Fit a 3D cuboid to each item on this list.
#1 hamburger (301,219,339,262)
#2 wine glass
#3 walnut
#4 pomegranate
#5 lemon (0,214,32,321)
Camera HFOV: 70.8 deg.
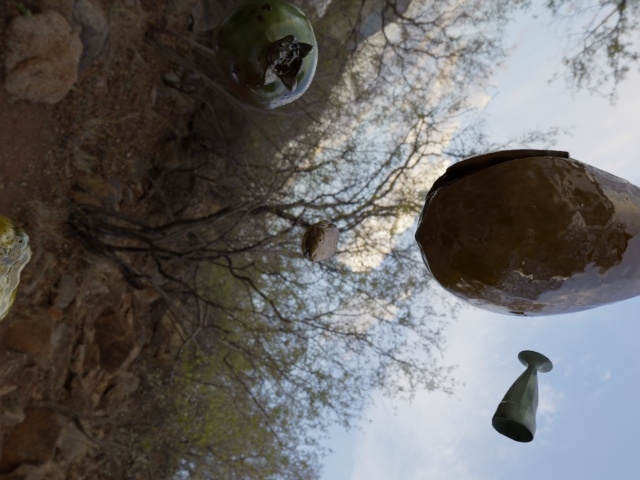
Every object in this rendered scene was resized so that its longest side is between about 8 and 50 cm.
[{"bbox_3d":[0.000,0.000,0.829,0.083,0.044,0.076,-10,124,-51],"label":"hamburger"},{"bbox_3d":[0.372,0.281,0.819,0.155,0.073,0.073,-48,-167,-33],"label":"wine glass"},{"bbox_3d":[0.283,-0.002,0.550,0.209,0.335,0.209,5,90,-85],"label":"walnut"},{"bbox_3d":[-0.054,-0.216,0.539,0.129,0.129,0.159,-47,-120,13],"label":"pomegranate"},{"bbox_3d":[-0.444,0.039,0.471,0.259,0.204,0.204,-21,-167,-12],"label":"lemon"}]
